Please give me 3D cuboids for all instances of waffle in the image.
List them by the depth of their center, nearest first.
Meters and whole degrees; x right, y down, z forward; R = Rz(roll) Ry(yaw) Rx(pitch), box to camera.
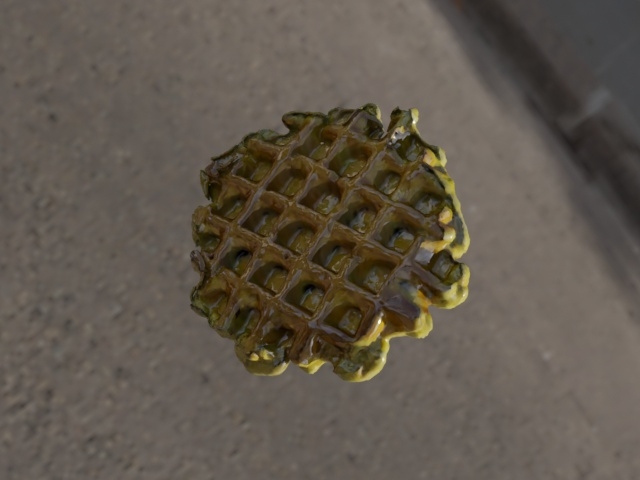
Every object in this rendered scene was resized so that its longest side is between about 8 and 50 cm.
[{"bbox_3d":[0.000,0.000,1.934,0.068,0.302,0.325,55,21,-56],"label":"waffle"}]
